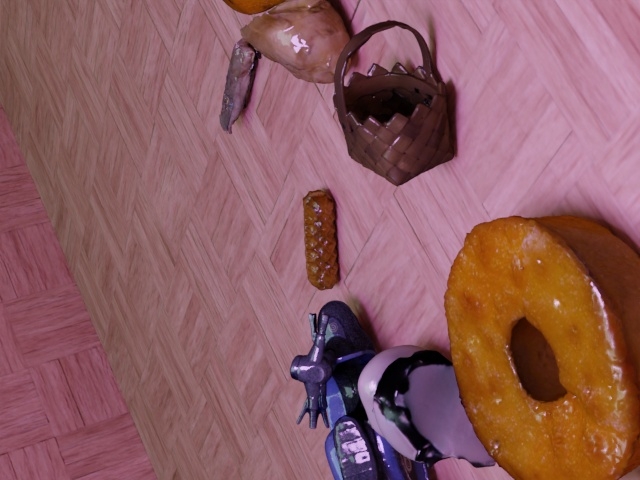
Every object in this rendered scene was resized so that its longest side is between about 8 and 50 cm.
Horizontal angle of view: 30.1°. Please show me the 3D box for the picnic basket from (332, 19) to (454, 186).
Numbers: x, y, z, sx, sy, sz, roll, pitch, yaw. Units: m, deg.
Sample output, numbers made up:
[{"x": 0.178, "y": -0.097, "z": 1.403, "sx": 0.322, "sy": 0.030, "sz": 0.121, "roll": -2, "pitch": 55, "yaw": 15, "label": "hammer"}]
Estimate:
[{"x": 0.076, "y": -0.169, "z": 1.378, "sx": 0.138, "sy": 0.128, "sz": 0.178, "roll": 36, "pitch": 153, "yaw": 49, "label": "picnic basket"}]

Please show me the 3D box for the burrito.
[{"x": -0.129, "y": -0.242, "z": 1.861, "sx": 0.171, "sy": 0.042, "sz": 0.051, "roll": 106, "pitch": 150, "yaw": -46, "label": "burrito"}]

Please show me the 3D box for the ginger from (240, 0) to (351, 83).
[{"x": -0.026, "y": -0.256, "z": 1.581, "sx": 0.122, "sy": 0.115, "sz": 0.193, "roll": 59, "pitch": 168, "yaw": -7, "label": "ginger"}]

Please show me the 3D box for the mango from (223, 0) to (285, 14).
[{"x": -0.070, "y": -0.394, "z": 1.505, "sx": 0.290, "sy": 0.160, "sz": 0.191, "roll": 134, "pitch": 135, "yaw": -66, "label": "mango"}]

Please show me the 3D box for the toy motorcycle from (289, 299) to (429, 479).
[{"x": 0.048, "y": 0.248, "z": 1.621, "sx": 0.213, "sy": 0.125, "sz": 0.358, "roll": 20, "pitch": -129, "yaw": -66, "label": "toy motorcycle"}]

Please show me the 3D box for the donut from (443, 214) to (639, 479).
[{"x": 0.251, "y": 0.113, "z": 1.221, "sx": 0.303, "sy": 0.110, "sz": 0.302, "roll": 37, "pitch": 134, "yaw": 51, "label": "donut"}]

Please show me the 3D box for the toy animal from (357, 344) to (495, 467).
[{"x": 0.126, "y": 0.211, "z": 1.495, "sx": 0.166, "sy": 0.138, "sz": 0.179, "roll": 59, "pitch": 164, "yaw": -11, "label": "toy animal"}]

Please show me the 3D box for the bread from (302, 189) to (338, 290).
[{"x": 0.000, "y": 0.000, "z": 1.737, "sx": 0.052, "sy": 0.044, "sz": 0.157, "roll": 31, "pitch": 132, "yaw": 48, "label": "bread"}]
